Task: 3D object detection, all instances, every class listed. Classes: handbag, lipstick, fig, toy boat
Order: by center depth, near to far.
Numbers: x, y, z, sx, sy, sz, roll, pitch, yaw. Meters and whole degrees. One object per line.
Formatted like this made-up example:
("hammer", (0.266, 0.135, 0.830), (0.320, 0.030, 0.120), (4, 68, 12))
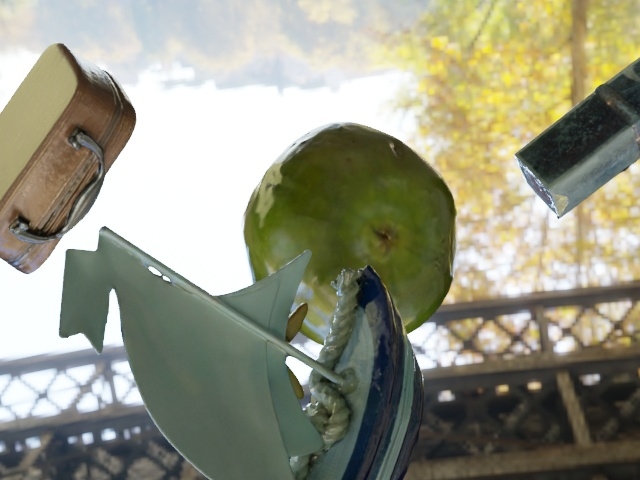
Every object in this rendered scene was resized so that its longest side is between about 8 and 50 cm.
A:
("toy boat", (-0.040, 0.080, 0.749), (0.067, 0.221, 0.291), (-5, 150, 40))
("handbag", (-0.248, -0.072, 1.102), (0.072, 0.193, 0.151), (34, -177, -35))
("fig", (0.004, -0.020, 1.259), (0.233, 0.233, 0.314), (-14, -151, -24))
("lipstick", (0.352, -0.147, 1.363), (0.289, 0.076, 0.077), (-37, -126, -1))
